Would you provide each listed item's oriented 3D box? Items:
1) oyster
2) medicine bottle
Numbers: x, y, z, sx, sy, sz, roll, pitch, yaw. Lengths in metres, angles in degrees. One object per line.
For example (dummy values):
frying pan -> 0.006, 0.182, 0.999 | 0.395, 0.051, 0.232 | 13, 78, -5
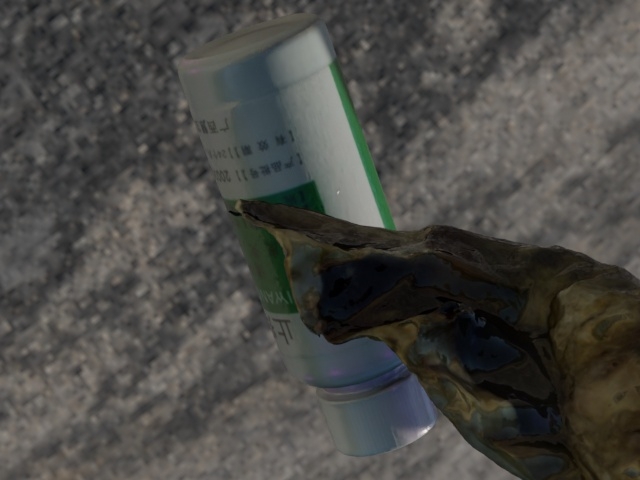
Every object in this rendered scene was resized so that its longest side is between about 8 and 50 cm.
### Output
oyster -> 0.087, 0.050, 0.649 | 0.094, 0.294, 0.166 | -62, 173, 29
medicine bottle -> 0.000, 0.000, 0.900 | 0.095, 0.260, 0.095 | -19, -165, 5
